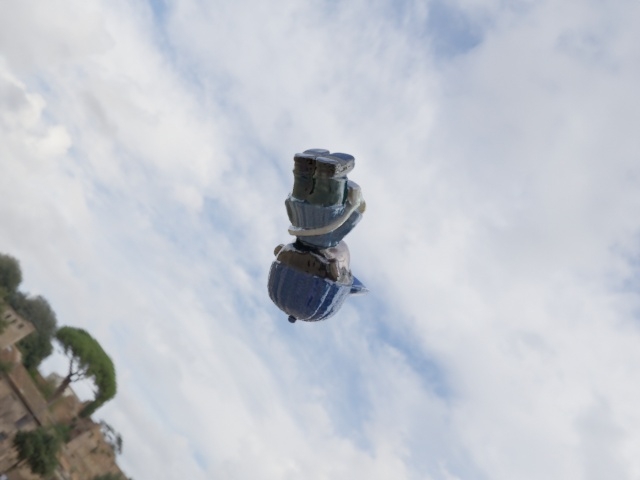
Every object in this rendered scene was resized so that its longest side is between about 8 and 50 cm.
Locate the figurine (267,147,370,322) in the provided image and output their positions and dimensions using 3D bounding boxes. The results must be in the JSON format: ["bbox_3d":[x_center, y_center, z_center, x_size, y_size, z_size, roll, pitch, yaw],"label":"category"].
[{"bbox_3d":[0.000,0.000,0.555,0.086,0.087,0.149,16,-64,27],"label":"figurine"}]
